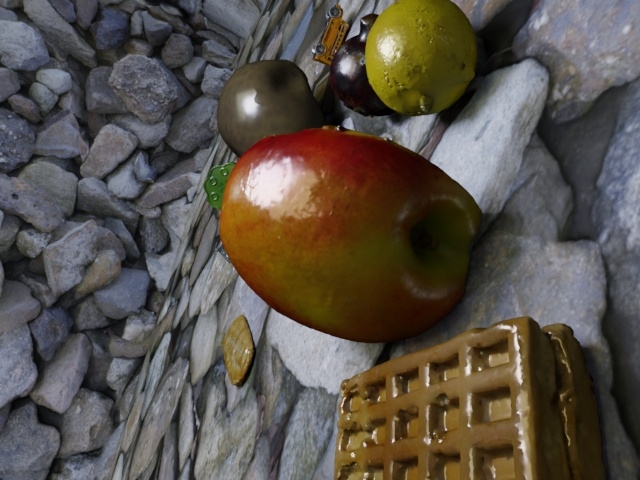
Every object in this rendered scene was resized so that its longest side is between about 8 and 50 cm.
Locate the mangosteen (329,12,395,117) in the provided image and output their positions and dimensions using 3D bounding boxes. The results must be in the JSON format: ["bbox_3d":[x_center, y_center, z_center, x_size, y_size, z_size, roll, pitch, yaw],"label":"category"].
[{"bbox_3d":[0.100,-0.324,0.959,0.172,0.173,0.184,-111,25,-59],"label":"mangosteen"}]

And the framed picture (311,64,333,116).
[{"bbox_3d":[0.000,-0.407,1.462,0.128,0.023,0.168,-25,48,60],"label":"framed picture"}]

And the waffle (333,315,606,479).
[{"bbox_3d":[0.120,0.221,0.527,0.328,0.098,0.224,-37,36,51],"label":"waffle"}]

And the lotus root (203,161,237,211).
[{"bbox_3d":[-0.301,-0.196,1.819,0.186,0.186,0.186,-49,29,40],"label":"lotus root"}]

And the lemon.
[{"bbox_3d":[0.153,-0.289,0.802,0.173,0.174,0.206,-50,55,39],"label":"lemon"}]

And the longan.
[{"bbox_3d":[-0.124,-0.309,1.320,0.288,0.289,0.350,-56,51,29],"label":"longan"}]

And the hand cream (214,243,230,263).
[{"bbox_3d":[-0.284,-0.045,1.742,0.247,0.052,0.075,-59,38,17],"label":"hand cream"}]

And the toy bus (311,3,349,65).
[{"bbox_3d":[0.032,-0.593,1.489,0.069,0.074,0.162,-122,54,-72],"label":"toy bus"}]

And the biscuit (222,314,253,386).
[{"bbox_3d":[-0.215,0.278,1.331,0.118,0.029,0.247,-64,23,9],"label":"biscuit"}]

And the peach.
[{"bbox_3d":[0.000,0.000,0.747,0.380,0.306,0.242,5,68,62],"label":"peach"}]
